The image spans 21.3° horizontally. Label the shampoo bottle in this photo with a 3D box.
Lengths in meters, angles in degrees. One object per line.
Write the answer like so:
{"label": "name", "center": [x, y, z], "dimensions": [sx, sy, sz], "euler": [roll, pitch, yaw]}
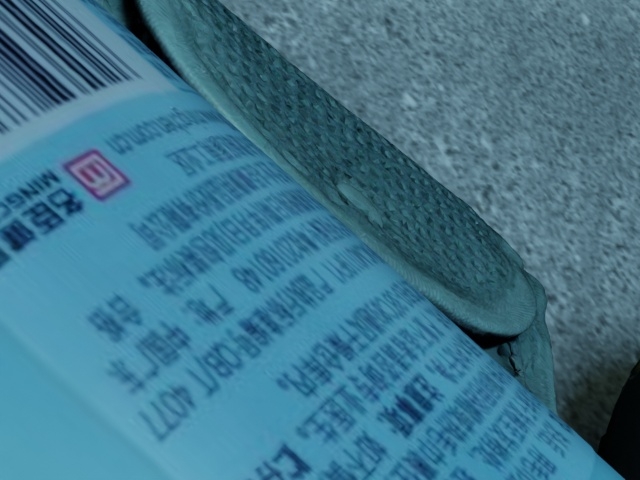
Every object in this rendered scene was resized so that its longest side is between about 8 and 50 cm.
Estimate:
{"label": "shampoo bottle", "center": [-0.108, 0.110, 0.450], "dimensions": [0.342, 0.331, 0.331], "euler": [44, 37, 7]}

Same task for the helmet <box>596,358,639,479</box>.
{"label": "helmet", "center": [0.274, 0.099, 0.835], "dimensions": [0.278, 0.161, 0.230], "euler": [13, 5, 34]}

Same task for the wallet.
{"label": "wallet", "center": [0.000, 0.000, 0.786], "dimensions": [0.342, 0.075, 0.237], "euler": [36, 29, -25]}
